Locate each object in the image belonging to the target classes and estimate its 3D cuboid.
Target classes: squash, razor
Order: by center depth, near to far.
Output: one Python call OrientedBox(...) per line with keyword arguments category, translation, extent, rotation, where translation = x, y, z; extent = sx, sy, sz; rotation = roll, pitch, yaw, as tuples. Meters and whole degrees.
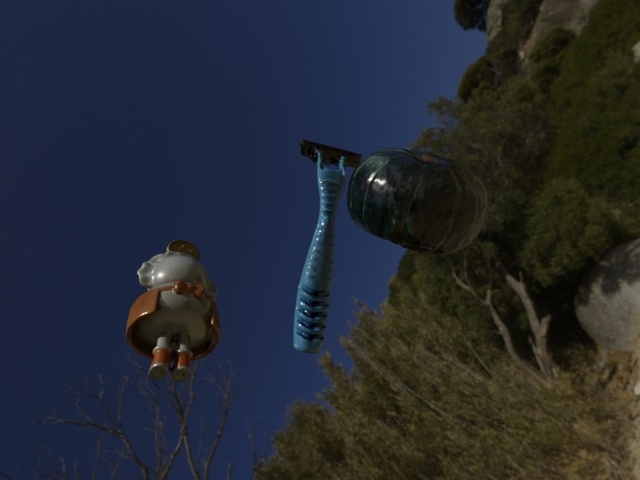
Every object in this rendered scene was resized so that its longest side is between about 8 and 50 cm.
OrientedBox(category="razor", translation=(0.000, 0.000, 0.515), extent=(0.082, 0.042, 0.253), rotation=(13, -107, -15))
OrientedBox(category="squash", translation=(0.172, -0.072, 0.811), extent=(0.252, 0.252, 0.165), rotation=(-18, -51, -53))

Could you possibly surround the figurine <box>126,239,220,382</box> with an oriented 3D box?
OrientedBox(category="figurine", translation=(-0.228, 0.094, 0.726), extent=(0.143, 0.143, 0.271), rotation=(49, -148, -47))
